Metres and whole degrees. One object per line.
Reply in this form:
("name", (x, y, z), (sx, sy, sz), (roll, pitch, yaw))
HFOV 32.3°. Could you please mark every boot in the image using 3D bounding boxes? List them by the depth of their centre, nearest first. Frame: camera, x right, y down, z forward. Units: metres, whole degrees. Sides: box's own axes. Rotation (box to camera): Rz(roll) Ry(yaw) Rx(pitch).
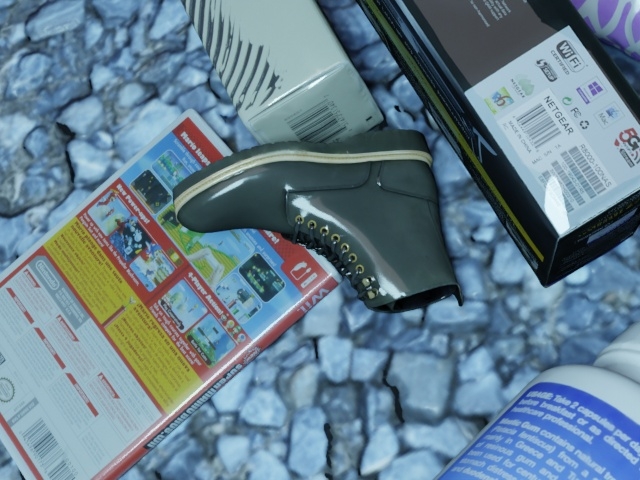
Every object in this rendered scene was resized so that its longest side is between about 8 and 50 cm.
("boot", (0.000, 0.000, 0.803), (0.198, 0.077, 0.137), (-13, 68, -5))

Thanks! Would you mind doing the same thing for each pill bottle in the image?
("pill bottle", (0.143, 0.169, 0.643), (0.272, 0.152, 0.152), (-38, 62, -24))

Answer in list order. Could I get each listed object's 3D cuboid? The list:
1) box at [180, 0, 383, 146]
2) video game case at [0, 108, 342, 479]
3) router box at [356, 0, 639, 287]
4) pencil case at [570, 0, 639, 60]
("box", (-0.058, -0.197, 0.897), (0.094, 0.113, 0.275), (-31, 63, 6))
("video game case", (-0.151, 0.053, 0.879), (0.285, 0.025, 0.204), (-41, 64, 0))
("router box", (0.097, -0.128, 0.715), (0.081, 0.243, 0.309), (-32, 78, 4))
("pencil case", (0.234, -0.172, 0.814), (0.206, 0.088, 0.086), (35, 46, 25))
